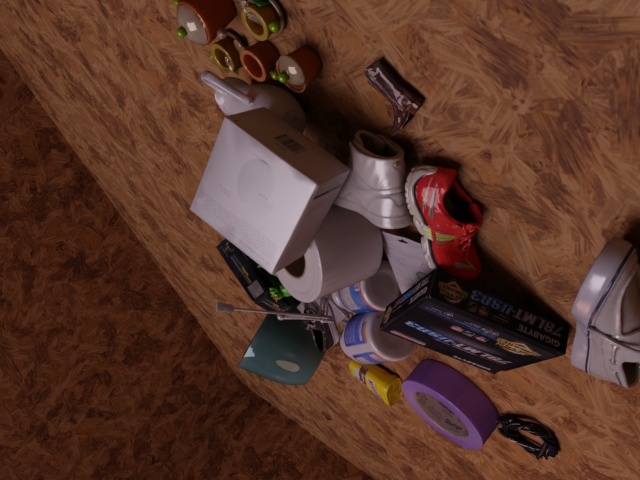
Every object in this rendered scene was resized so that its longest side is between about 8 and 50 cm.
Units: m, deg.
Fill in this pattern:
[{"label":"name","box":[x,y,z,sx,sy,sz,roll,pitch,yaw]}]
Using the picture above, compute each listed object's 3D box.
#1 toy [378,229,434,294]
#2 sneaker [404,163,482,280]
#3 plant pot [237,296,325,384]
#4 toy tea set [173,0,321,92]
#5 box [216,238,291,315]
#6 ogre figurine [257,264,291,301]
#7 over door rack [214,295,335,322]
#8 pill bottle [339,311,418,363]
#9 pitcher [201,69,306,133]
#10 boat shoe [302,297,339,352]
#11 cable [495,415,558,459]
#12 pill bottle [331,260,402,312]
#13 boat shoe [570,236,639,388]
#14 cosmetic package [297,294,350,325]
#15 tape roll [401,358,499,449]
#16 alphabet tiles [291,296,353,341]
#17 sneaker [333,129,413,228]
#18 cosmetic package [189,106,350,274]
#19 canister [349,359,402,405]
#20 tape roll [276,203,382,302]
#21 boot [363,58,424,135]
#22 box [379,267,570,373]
[{"label":"toy","box":[0.223,0.069,1.446,0.137,0.056,0.237,19,141,43]},{"label":"sneaker","box":[0.249,-0.020,1.199,0.118,0.107,0.279,5,138,44]},{"label":"plant pot","box":[-0.109,0.357,2.206,0.235,0.293,0.293,30,157,-1]},{"label":"toy tea set","box":[-0.156,-0.375,1.253,0.336,0.124,0.200,25,150,41]},{"label":"box","box":[-0.197,0.110,1.935,0.232,0.059,0.183,52,-177,29]},{"label":"ogre figurine","box":[-0.105,0.102,1.800,0.197,0.097,0.118,-20,96,49]},{"label":"over door rack","box":[-0.109,0.073,1.596,0.325,0.239,0.108,10,168,-29]},{"label":"pill bottle","box":[0.151,0.263,1.778,0.152,0.152,0.272,47,158,-3]},{"label":"pitcher","box":[-0.144,-0.283,1.356,0.207,0.125,0.178,34,-174,34]},{"label":"boat shoe","box":[-0.014,0.229,1.827,0.080,0.076,0.228,25,145,40]},{"label":"cable","box":[0.540,0.515,1.674,0.150,0.047,0.184,46,157,-2]},{"label":"pill bottle","box":[0.113,0.122,1.640,0.124,0.124,0.221,49,158,-8]},{"label":"boat shoe","box":[0.489,0.141,1.012,0.157,0.136,0.367,30,156,33]},{"label":"cosmetic package","box":[0.031,0.179,1.892,0.127,0.107,0.238,46,157,6]},{"label":"tape roll","box":[0.365,0.465,1.835,0.275,0.090,0.274,37,157,19]},{"label":"alphabet tiles","box":[-0.002,0.214,2.141,0.285,0.011,0.342,35,155,25]},{"label":"sneaker","box":[0.085,-0.146,1.291,0.292,0.108,0.169,32,136,56]},{"label":"cosmetic package","box":[-0.102,-0.099,1.256,0.224,0.138,0.224,38,122,14]},{"label":"canister","box":[0.184,0.463,2.165,0.170,0.073,0.126,30,153,35]},{"label":"tape roll","box":[0.000,0.000,1.463,0.246,0.169,0.246,35,135,45]},{"label":"boot","box":[0.114,-0.248,1.119,0.114,0.037,0.106,41,144,2]},{"label":"box","box":[0.306,0.180,1.345,0.296,0.073,0.293,23,156,-6]}]
